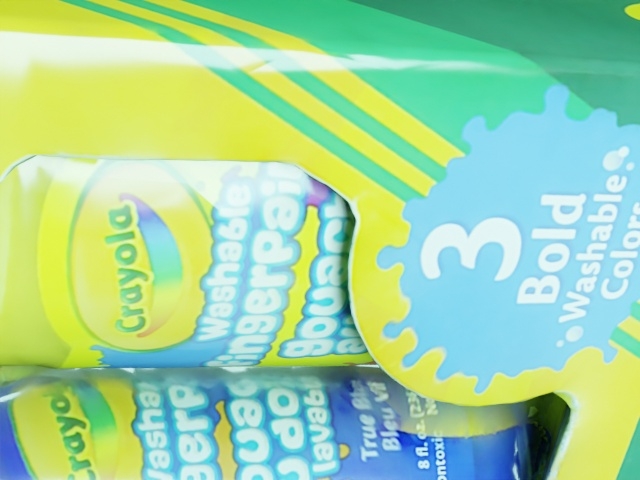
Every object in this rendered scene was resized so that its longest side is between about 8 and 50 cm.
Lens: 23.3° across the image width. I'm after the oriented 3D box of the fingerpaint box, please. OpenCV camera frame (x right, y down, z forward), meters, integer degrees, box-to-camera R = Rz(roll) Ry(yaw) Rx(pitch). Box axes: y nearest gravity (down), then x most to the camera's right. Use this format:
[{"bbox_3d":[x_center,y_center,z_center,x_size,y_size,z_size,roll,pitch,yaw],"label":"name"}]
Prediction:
[{"bbox_3d":[-0.079,0.094,0.569,0.371,0.163,0.444,2,122,-21],"label":"fingerpaint box"}]
